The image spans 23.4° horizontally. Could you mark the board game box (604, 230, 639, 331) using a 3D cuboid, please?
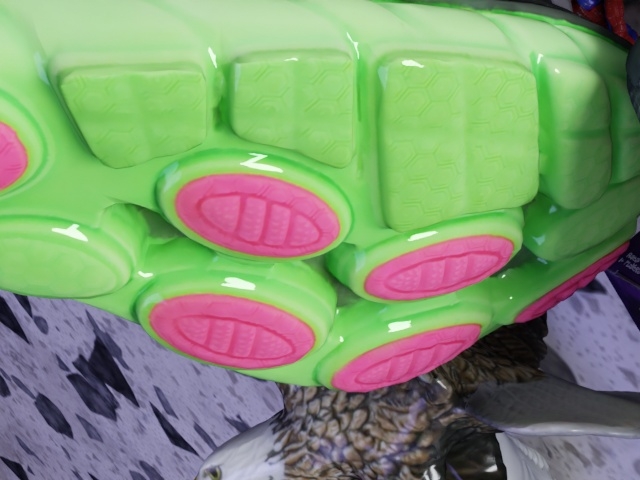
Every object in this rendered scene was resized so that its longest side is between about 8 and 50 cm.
[{"bbox_3d":[0.259,0.148,0.643,0.347,0.056,0.208,54,175,-34],"label":"board game box"}]

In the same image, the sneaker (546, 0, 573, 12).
[{"bbox_3d":[-0.041,-0.104,0.718,0.321,0.180,0.125,28,149,48],"label":"sneaker"}]

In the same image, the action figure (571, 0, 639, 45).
[{"bbox_3d":[0.112,-0.108,0.662,0.115,0.030,0.038,57,160,-1],"label":"action figure"}]

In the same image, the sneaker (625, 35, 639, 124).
[{"bbox_3d":[0.152,0.031,0.461,0.234,0.078,0.106,59,149,34],"label":"sneaker"}]

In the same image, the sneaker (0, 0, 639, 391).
[{"bbox_3d":[-0.089,-0.074,0.541,0.185,0.482,0.202,118,153,-44],"label":"sneaker"}]

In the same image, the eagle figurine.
[{"bbox_3d":[0.005,0.049,0.727,0.298,0.225,0.226,62,166,13],"label":"eagle figurine"}]

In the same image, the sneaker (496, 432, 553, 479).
[{"bbox_3d":[0.099,0.153,0.947,0.090,0.095,0.235,17,149,25],"label":"sneaker"}]
